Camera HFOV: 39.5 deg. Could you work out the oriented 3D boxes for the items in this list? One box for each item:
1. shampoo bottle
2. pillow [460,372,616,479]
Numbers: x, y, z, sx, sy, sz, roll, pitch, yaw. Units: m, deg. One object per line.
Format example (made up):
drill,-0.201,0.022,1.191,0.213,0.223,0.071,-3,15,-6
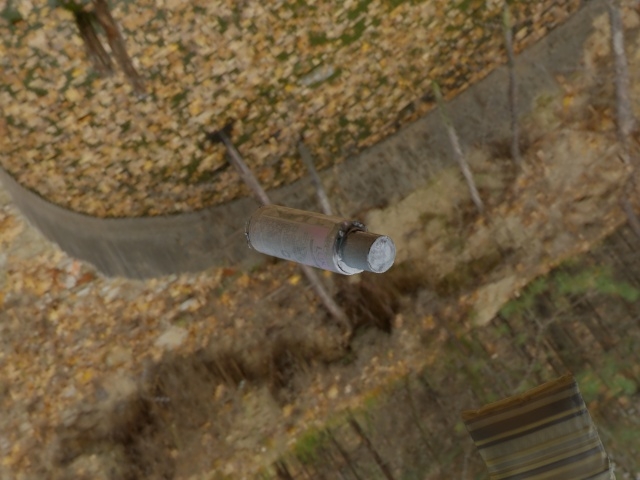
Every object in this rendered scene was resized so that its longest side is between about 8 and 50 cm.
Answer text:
shampoo bottle,0.000,0.000,1.084,0.072,0.072,0.214,-21,-157,-38
pillow,0.214,0.232,0.796,0.113,0.203,0.038,-23,171,15
